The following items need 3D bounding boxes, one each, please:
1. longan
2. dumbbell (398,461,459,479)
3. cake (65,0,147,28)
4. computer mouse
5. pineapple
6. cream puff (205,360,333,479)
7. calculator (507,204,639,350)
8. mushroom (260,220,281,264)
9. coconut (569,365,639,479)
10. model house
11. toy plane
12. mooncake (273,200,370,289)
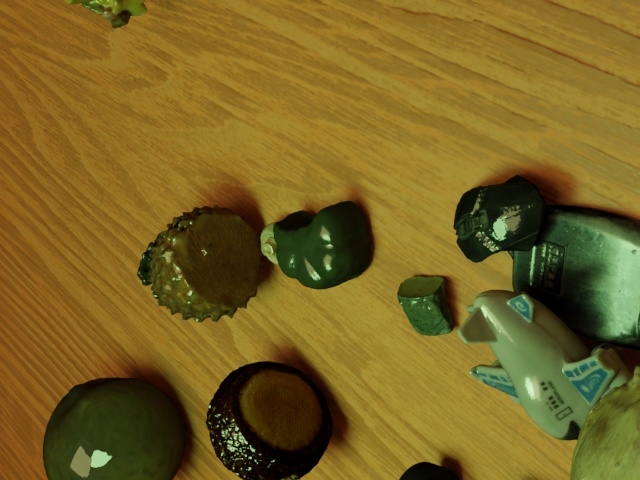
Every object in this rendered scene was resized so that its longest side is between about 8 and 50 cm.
[{"bbox_3d":[-0.491,0.479,1.962,0.361,0.361,0.361,20,119,41],"label":"longan"},{"bbox_3d":[0.227,0.447,1.301,0.218,0.152,0.152,5,109,45],"label":"dumbbell"},{"bbox_3d":[-0.362,-0.547,1.486,0.227,0.222,0.286,-28,85,50],"label":"cake"},{"bbox_3d":[0.237,-0.027,1.153,0.192,0.062,0.105,-23,76,59],"label":"computer mouse"},{"bbox_3d":[-0.265,0.059,1.656,0.357,0.223,0.222,-15,94,59],"label":"pineapple"},{"bbox_3d":[-0.099,0.344,1.546,0.239,0.239,0.165,53,133,19],"label":"cream puff"},{"bbox_3d":[0.360,0.047,1.096,0.268,0.040,0.177,20,117,46],"label":"calculator"},{"bbox_3d":[-0.075,0.006,1.514,0.084,0.067,0.083,16,116,34],"label":"mushroom"},{"bbox_3d":[0.442,0.273,0.841,0.405,0.405,0.404,20,119,41],"label":"coconut"},{"bbox_3d":[0.168,0.105,1.312,0.079,0.066,0.083,-6,118,37],"label":"model house"},{"bbox_3d":[0.297,0.170,1.110,0.267,0.122,0.267,33,153,19],"label":"toy plane"},{"bbox_3d":[0.000,0.000,1.409,0.168,0.104,0.175,56,134,23],"label":"mooncake"}]
